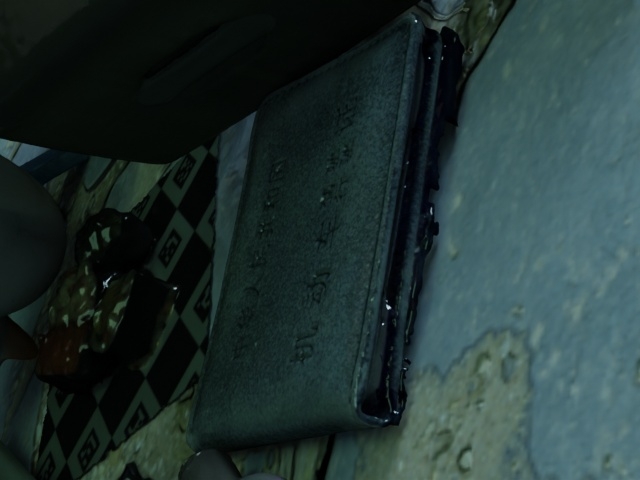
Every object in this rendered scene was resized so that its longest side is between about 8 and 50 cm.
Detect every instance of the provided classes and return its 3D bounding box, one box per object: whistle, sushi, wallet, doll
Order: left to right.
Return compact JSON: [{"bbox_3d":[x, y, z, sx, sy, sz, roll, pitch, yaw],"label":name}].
[{"bbox_3d":[-0.318,0.022,0.906,0.221,0.251,0.221,-38,37,36],"label":"doll"},{"bbox_3d":[-0.264,-0.015,1.044,0.158,0.090,0.090,-36,11,-35],"label":"whistle"},{"bbox_3d":[-0.157,0.046,0.830,0.231,0.047,0.219,-41,36,37],"label":"sushi"},{"bbox_3d":[-0.002,-0.001,0.621,0.167,0.036,0.222,-20,51,52],"label":"wallet"}]

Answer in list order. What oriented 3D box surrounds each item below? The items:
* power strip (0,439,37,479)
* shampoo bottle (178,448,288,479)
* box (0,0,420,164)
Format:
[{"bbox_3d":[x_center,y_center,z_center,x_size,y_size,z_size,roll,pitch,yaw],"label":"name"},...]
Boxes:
[{"bbox_3d":[-0.240,0.209,0.830,0.270,0.046,0.118,14,87,61],"label":"power strip"},{"bbox_3d":[-0.030,0.149,0.543,0.080,0.040,0.165,-62,29,10],"label":"shampoo bottle"},{"bbox_3d":[-0.085,-0.172,0.677,0.290,0.220,0.166,-29,69,33],"label":"box"}]
